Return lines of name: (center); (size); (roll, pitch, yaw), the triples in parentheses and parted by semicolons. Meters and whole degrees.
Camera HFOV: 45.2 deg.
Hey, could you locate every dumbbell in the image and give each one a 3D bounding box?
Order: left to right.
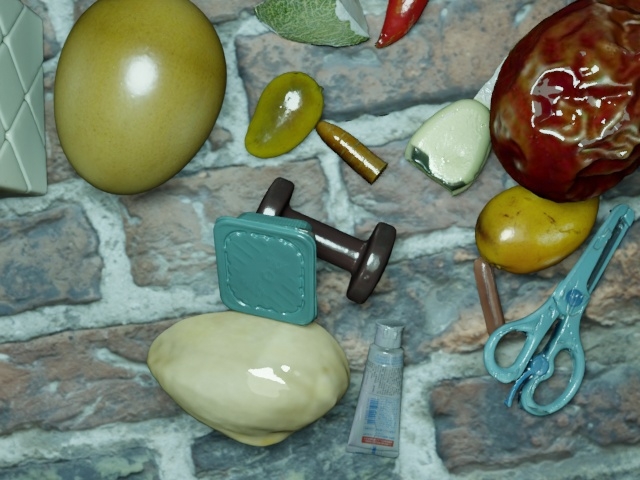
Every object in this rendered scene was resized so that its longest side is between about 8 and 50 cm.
dumbbell: (0.000, 0.000, 1.237); (0.225, 0.140, 0.124); (23, 129, -1)

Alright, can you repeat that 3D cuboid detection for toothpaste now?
toothpaste: (0.101, 0.250, 1.286); (0.089, 0.057, 0.234); (7, 97, 2)

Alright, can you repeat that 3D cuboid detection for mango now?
mango: (-0.062, -0.203, 1.267); (0.103, 0.076, 0.161); (38, 94, -5)
mango: (0.356, -0.030, 1.248); (0.219, 0.112, 0.144); (-26, 81, -2)

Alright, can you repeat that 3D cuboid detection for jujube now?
jujube: (0.429, -0.231, 1.164); (0.377, 0.276, 0.276); (-31, 91, -11)

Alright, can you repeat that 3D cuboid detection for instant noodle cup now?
instant noodle cup: (-0.074, 0.032, 1.151); (0.157, 0.070, 0.179); (10, 129, 13)

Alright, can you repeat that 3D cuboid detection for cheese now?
cheese: (0.255, -0.203, 1.276); (0.127, 0.054, 0.251); (37, 90, 0)

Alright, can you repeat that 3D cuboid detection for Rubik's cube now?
Rubik's cube: (-0.618, -0.223, 1.147); (0.316, 0.319, 0.321); (-3, 90, 1)

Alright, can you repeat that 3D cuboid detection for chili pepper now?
chili pepper: (0.141, -0.510, 1.258); (0.137, 0.092, 0.368); (-3, 87, 15)

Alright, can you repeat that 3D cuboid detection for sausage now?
sausage: (0.285, 0.099, 1.290); (0.030, 0.035, 0.147); (-13, 90, 32)

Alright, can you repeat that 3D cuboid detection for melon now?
melon: (-0.011, -0.393, 1.250); (0.203, 0.139, 0.093); (9, 68, 3)

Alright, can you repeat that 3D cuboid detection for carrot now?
carrot: (0.047, -0.153, 1.280); (0.139, 0.048, 0.048); (40, 91, 1)

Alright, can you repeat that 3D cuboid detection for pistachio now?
pistachio: (-0.113, 0.207, 1.213); (0.318, 0.193, 0.213); (12, 88, 2)

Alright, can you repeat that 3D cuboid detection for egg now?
egg: (-0.278, -0.225, 1.179); (0.250, 0.250, 0.322); (20, 95, 0)

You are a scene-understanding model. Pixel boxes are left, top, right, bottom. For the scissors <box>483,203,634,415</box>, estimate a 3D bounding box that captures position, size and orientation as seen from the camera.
scissors: (0.415, 0.110, 1.279); (0.180, 0.032, 0.393); (33, 88, -12)
